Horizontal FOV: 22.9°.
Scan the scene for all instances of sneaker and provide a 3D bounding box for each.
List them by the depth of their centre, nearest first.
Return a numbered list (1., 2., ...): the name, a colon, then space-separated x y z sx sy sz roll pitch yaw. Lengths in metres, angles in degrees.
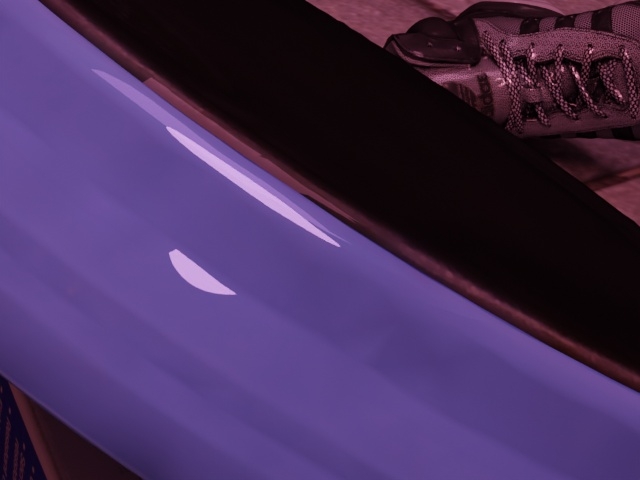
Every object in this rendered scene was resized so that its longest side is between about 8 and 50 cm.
1. sneaker: 0.136 -0.092 0.958 0.153 0.101 0.268 -22 19 -33

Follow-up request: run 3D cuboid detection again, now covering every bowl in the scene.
1. bowl: 0.006 -0.011 0.532 0.391 0.077 0.391 31 13 -8

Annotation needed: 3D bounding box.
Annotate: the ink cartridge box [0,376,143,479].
1. ink cartridge box: -0.074 0.113 0.491 0.069 0.176 0.371 -2 32 -22
